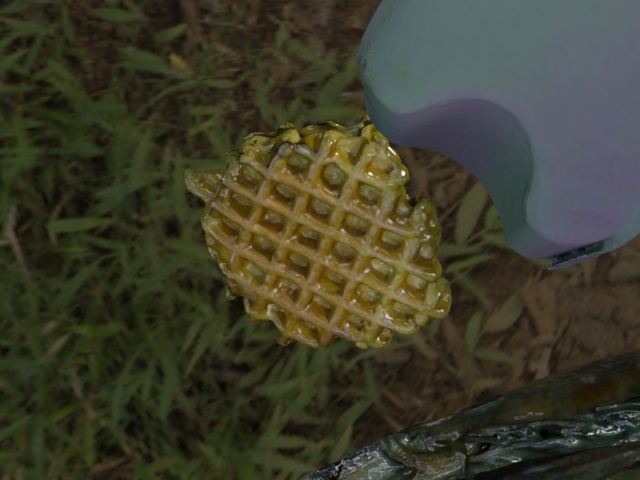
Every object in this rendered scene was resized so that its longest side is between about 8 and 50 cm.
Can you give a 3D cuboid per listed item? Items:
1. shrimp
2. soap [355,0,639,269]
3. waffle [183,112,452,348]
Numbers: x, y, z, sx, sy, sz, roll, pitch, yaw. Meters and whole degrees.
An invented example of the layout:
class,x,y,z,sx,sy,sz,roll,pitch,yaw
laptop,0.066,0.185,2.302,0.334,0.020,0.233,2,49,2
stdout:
class,x,y,z,sx,sy,sz,roll,pitch,yaw
shrimp,0.157,0.132,0.898,0.445,0.272,0.085,-17,93,16
soap,0.150,-0.125,0.734,0.156,0.446,0.261,39,87,3
waffle,-0.001,0.001,1.414,0.245,0.052,0.254,-10,120,28
